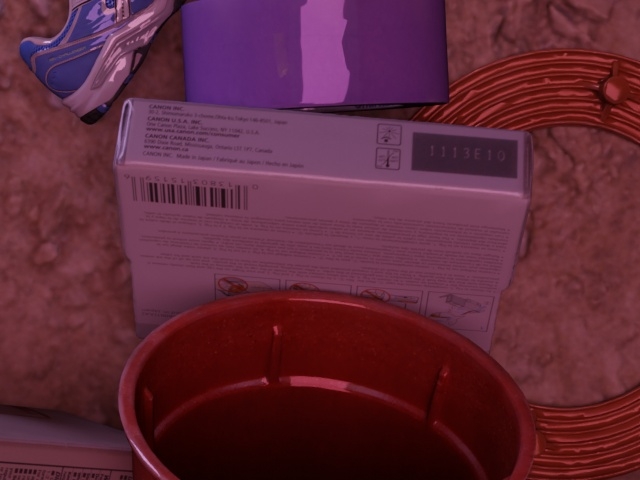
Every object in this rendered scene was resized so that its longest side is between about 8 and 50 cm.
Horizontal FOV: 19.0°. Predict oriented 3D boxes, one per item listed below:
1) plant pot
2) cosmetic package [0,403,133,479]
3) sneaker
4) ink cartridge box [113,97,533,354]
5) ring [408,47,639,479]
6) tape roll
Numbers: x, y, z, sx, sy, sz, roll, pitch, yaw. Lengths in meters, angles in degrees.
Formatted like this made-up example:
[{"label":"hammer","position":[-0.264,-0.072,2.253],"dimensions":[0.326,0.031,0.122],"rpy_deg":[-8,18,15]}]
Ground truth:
[{"label":"plant pot","position":[-0.012,0.217,1.300],"dimensions":[0.272,0.272,0.265],"rpy_deg":[4,122,-7]},{"label":"cosmetic package","position":[-0.244,0.187,1.275],"dimensions":[0.129,0.296,0.153],"rpy_deg":[16,89,34]},{"label":"sneaker","position":[-0.137,-0.190,1.387],"dimensions":[0.081,0.080,0.211],"rpy_deg":[35,87,-8]},{"label":"ink cartridge box","position":[0.000,0.000,1.346],"dimensions":[0.275,0.239,0.060],"rpy_deg":[5,60,1]},{"label":"ring","position":[0.192,0.021,1.462],"dimensions":[0.336,0.032,0.337],"rpy_deg":[0,92,-6]},{"label":"tape roll","position":[-0.004,-0.131,1.351],"dimensions":[0.189,0.189,0.080],"rpy_deg":[-4,93,-7]}]
